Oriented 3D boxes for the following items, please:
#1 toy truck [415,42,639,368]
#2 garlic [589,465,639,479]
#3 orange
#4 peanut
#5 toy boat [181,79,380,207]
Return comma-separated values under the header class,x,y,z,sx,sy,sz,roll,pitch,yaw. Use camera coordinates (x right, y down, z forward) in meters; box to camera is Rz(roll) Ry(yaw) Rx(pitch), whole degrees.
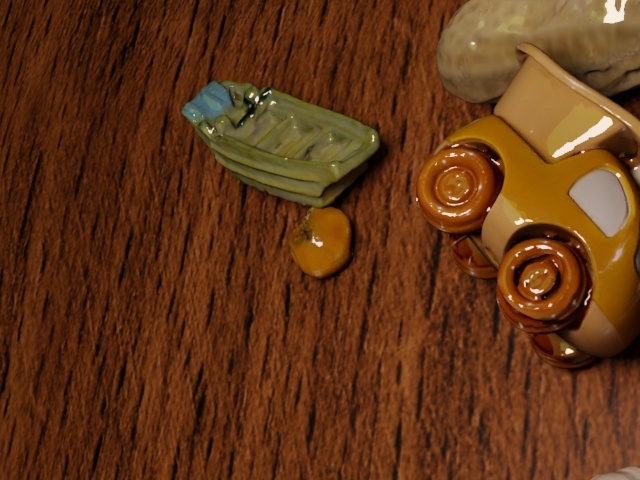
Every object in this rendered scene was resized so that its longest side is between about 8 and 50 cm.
class,x,y,z,sx,sy,sz,roll,pitch,yaw
toy truck,0.224,-0.028,1.429,0.211,0.204,0.288,-42,63,1
garlic,0.268,0.252,1.360,0.113,0.074,0.094,-33,41,1
orange,0.000,0.000,1.692,0.086,0.062,0.086,-14,62,28
peanut,0.257,-0.219,1.560,0.313,0.149,0.149,-2,67,36
toy boat,-0.044,-0.114,1.749,0.276,0.084,0.111,23,53,40
